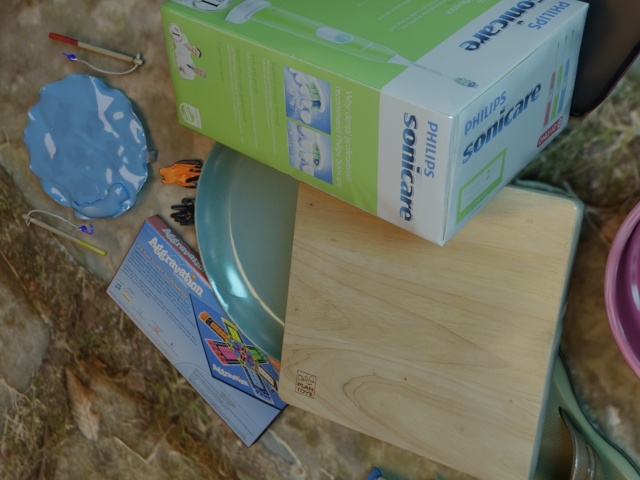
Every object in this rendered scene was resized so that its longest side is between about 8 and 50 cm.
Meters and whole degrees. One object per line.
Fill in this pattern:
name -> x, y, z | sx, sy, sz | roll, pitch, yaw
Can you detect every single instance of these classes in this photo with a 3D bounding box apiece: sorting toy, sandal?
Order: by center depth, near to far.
sorting toy -> 0.101, 0.058, 0.777 | 0.257, 0.089, 0.255 | 15, 107, 30
sandal -> 0.219, 0.208, 0.818 | 0.120, 0.086, 0.302 | -34, 87, 36

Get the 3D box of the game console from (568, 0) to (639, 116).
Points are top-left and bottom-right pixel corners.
game console -> 0.159, -0.340, 0.687 | 0.386, 0.060, 0.342 | 41, 123, 15

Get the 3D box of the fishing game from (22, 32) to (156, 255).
fishing game -> -0.289, -0.118, 1.060 | 0.189, 0.041, 0.264 | 18, 110, 18

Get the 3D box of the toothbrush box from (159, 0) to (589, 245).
toothbrush box -> 0.042, -0.145, 0.706 | 0.283, 0.206, 0.122 | 25, 138, 30

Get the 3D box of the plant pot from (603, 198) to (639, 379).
plant pot -> 0.330, 0.018, 0.625 | 0.201, 0.180, 0.201 | 11, 112, 29

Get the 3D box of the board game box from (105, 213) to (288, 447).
board game box -> -0.146, 0.113, 1.054 | 0.281, 0.027, 0.145 | 45, 126, 12

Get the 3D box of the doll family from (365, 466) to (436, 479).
doll family -> 0.097, 0.397, 0.940 | 0.163, 0.118, 0.263 | 17, 114, 27

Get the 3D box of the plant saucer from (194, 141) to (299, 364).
plant saucer -> 0.000, 0.000, 0.914 | 0.318, 0.044, 0.317 | 10, 111, 29

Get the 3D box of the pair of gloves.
pair of gloves -> -0.156, -0.056, 1.013 | 0.074, 0.010, 0.083 | -3, 107, 32
